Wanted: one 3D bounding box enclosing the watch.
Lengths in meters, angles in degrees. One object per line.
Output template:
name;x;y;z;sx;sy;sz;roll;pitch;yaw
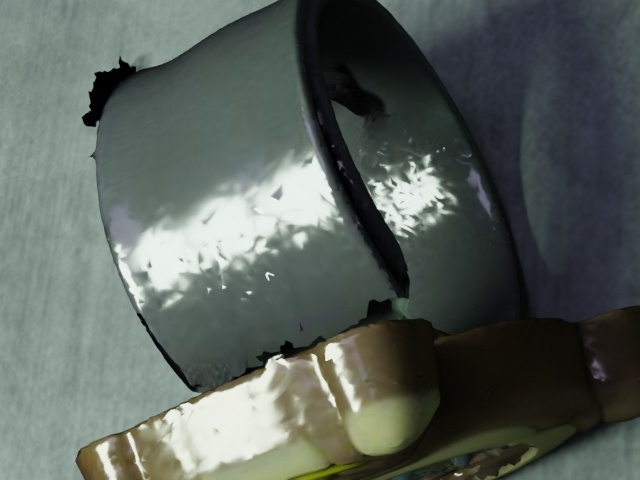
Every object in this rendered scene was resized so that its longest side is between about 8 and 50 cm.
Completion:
watch;0.000;0.000;0.789;0.314;0.335;0.327;-27;69;24
